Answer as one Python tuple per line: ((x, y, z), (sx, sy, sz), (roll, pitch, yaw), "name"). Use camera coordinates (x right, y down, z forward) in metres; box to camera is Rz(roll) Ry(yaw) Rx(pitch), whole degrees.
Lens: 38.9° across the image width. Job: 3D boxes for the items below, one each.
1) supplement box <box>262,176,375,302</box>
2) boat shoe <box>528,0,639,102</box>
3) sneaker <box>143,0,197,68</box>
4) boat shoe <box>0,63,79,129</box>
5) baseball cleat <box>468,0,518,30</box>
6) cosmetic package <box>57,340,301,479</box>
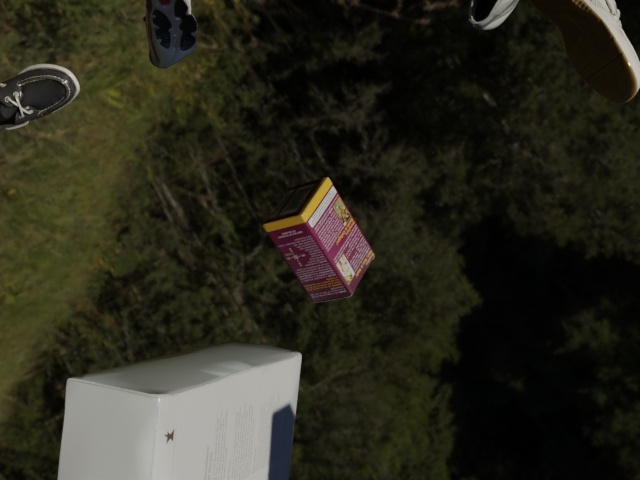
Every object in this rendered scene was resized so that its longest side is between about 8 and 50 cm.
((0.000, 0.000, 0.726), (0.043, 0.083, 0.055), (-13, -151, 36), "supplement box")
((0.414, -0.339, 1.378), (0.096, 0.277, 0.098), (-26, 169, -29), "boat shoe")
((-0.178, -0.275, 1.020), (0.068, 0.170, 0.071), (10, 163, -29), "sneaker")
((-0.266, -0.118, 0.776), (0.125, 0.046, 0.038), (-7, -145, 18), "boat shoe")
((0.278, -0.385, 1.270), (0.206, 0.072, 0.109), (-60, 168, 17), "baseball cleat")
((-0.129, 0.296, 0.832), (0.097, 0.377, 0.284), (7, -178, 19), "cosmetic package")
